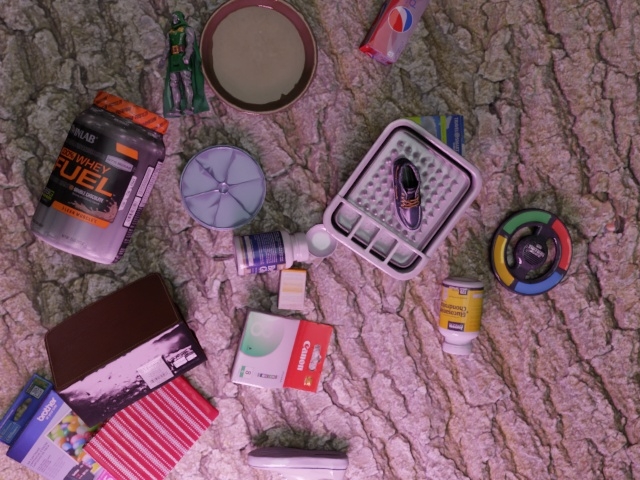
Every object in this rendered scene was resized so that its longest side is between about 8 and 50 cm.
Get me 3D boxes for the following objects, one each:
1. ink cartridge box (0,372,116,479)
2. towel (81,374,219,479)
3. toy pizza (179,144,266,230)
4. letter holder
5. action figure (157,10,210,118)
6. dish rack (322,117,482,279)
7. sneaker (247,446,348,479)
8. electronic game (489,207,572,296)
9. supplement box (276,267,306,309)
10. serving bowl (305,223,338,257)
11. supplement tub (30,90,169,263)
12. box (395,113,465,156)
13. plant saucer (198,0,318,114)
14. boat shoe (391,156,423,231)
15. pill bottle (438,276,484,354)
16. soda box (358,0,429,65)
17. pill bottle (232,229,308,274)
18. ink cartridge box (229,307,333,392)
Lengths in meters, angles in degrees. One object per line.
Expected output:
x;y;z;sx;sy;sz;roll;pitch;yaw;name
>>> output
-0.583;0.467;1.753;0.311;0.065;0.186;36;88;-11;ink cartridge box
-0.390;0.439;1.764;0.199;0.031;0.275;48;68;-13;towel
-0.229;-0.124;1.774;0.201;0.032;0.201;-1;97;-10;toy pizza
-0.449;0.239;1.723;0.302;0.214;0.152;-30;133;-8;letter holder
-0.315;-0.399;1.697;0.137;0.063;0.232;-3;89;27;action figure
0.194;-0.101;1.821;0.285;0.072;0.333;34;100;-13;dish rack
-0.055;0.566;1.854;0.258;0.094;0.091;8;90;-13;sneaker
0.543;0.031;1.943;0.229;0.048;0.229;-1;96;-11;electronic game
-0.071;0.117;1.831;0.062;0.036;0.098;5;95;-12;supplement box
0.000;0.000;1.837;0.083;0.027;0.083;-1;97;-11;serving bowl
-0.468;-0.137;1.633;0.207;0.207;0.338;23;91;-13;supplement tub
0.277;-0.253;1.860;0.178;0.042;0.109;-5;98;-10;box
-0.144;-0.430;1.753;0.278;0.041;0.278;-1;97;-11;plant saucer
0.203;-0.099;1.743;0.065;0.083;0.183;-14;106;-2;boat shoe
0.351;0.188;1.892;0.103;0.103;0.184;3;95;-12;pill bottle
0.195;-0.550;1.783;0.083;0.092;0.263;28;90;-12;soda box
-0.117;0.025;1.781;0.169;0.094;0.094;-8;98;-10;pill bottle
-0.091;0.275;1.837;0.225;0.056;0.181;14;93;-11;ink cartridge box
